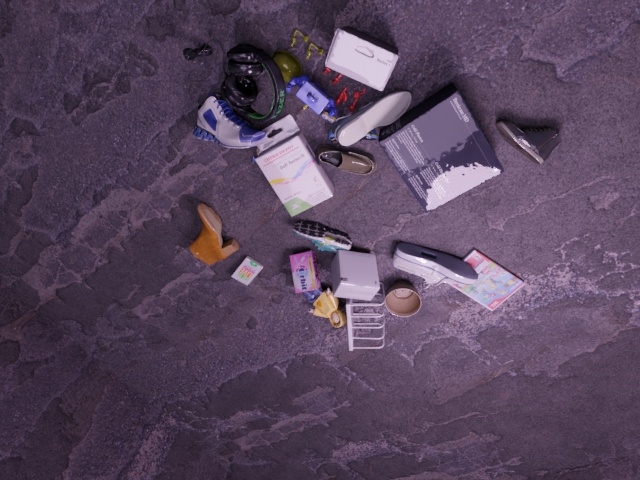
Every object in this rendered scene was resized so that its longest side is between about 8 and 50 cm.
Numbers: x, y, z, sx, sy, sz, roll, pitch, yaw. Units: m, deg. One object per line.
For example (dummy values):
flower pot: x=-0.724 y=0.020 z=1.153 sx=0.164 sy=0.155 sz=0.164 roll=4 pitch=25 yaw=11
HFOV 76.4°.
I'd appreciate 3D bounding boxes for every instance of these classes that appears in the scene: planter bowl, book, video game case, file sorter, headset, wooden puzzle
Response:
planter bowl: x=0.383 y=0.258 z=1.886 sx=0.162 sy=0.109 sz=0.161 roll=5 pitch=120 yaw=9
book: x=-0.361 y=0.149 z=2.010 sx=0.096 sy=0.035 sz=0.144 roll=34 pitch=118 yaw=-14
video game case: x=0.732 y=0.181 z=1.827 sx=0.285 sy=0.025 sz=0.204 roll=32 pitch=120 yaw=-8
file sorter: x=0.216 y=0.355 z=1.928 sx=0.173 sy=0.192 sz=0.277 roll=-1 pitch=119 yaw=7
headset: x=-0.304 y=-0.589 z=1.464 sx=0.394 sy=0.185 sz=0.243 roll=42 pitch=137 yaw=13
wooden puzzle: x=-0.228 y=-0.355 z=1.702 sx=0.117 sy=0.014 sz=0.078 roll=3 pitch=115 yaw=3

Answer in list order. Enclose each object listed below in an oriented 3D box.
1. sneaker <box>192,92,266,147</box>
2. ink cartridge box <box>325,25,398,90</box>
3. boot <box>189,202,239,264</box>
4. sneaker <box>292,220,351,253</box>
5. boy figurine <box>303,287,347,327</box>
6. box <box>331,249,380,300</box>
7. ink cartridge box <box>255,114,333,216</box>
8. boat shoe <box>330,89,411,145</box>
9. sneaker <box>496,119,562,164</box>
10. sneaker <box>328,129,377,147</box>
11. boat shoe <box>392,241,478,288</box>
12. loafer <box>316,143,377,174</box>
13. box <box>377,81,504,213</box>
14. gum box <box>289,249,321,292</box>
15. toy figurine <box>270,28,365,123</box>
sneaker: x=-0.369 y=-0.470 z=1.572 sx=0.316 sy=0.127 sz=0.182 roll=18 pitch=119 yaw=22
ink cartridge box: x=0.142 y=-0.605 z=1.337 sx=0.202 sy=0.278 sz=0.117 roll=23 pitch=120 yaw=-3
boot: x=-0.544 y=-0.017 z=1.904 sx=0.212 sy=0.104 sz=0.295 roll=-24 pitch=117 yaw=21
sneaker: x=0.000 y=0.000 z=1.818 sx=0.276 sy=0.107 sz=0.109 roll=22 pitch=130 yaw=-3
boy figurine: x=0.011 y=0.309 z=1.960 sx=0.285 sy=0.092 sz=0.177 roll=47 pitch=119 yaw=4
box: x=0.150 y=0.153 z=1.792 sx=0.181 sy=0.181 sz=0.119 roll=9 pitch=142 yaw=-14
ink cartridge box: x=-0.118 y=-0.300 z=1.645 sx=0.207 sy=0.119 sz=0.353 roll=-26 pitch=112 yaw=17
boat shoe: x=0.181 y=-0.464 z=1.482 sx=0.320 sy=0.099 sz=0.116 roll=-32 pitch=141 yaw=-5
sneaker: x=0.754 y=-0.390 z=1.477 sx=0.222 sy=0.083 sz=0.118 roll=39 pitch=100 yaw=-5
sneaker: x=0.128 y=-0.406 z=1.588 sx=0.189 sy=0.067 sz=0.078 roll=-1 pitch=140 yaw=9
boat shoe: x=0.488 y=0.141 z=1.783 sx=0.368 sy=0.135 sz=0.156 roll=18 pitch=126 yaw=7
loafer: x=0.099 y=-0.312 z=1.624 sx=0.252 sy=0.087 sz=0.094 roll=13 pitch=121 yaw=3
box: x=0.437 y=-0.333 z=1.497 sx=0.313 sy=0.178 sz=0.343 roll=-29 pitch=111 yaw=25
gum box: x=-0.072 y=0.142 z=1.883 sx=0.107 sy=0.062 sz=0.188 roll=-13 pitch=80 yaw=15
toy figurine: x=-0.024 y=-0.554 z=1.433 sx=0.363 sy=0.217 sz=0.191 roll=40 pitch=118 yaw=-13
